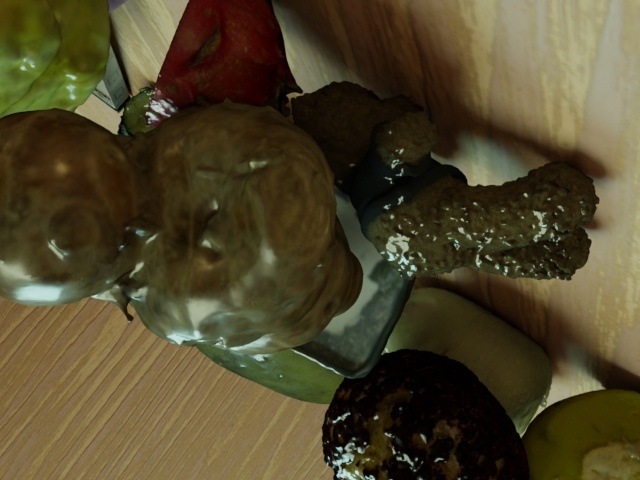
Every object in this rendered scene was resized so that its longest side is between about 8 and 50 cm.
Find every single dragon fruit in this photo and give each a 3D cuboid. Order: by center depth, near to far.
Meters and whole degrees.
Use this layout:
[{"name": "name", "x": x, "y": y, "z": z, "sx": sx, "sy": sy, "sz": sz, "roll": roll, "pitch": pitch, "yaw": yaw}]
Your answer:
[{"name": "dragon fruit", "x": -0.061, "y": -0.144, "z": 0.677, "sx": 0.111, "sy": 0.153, "sz": 0.153, "roll": 21, "pitch": 169, "yaw": -12}]

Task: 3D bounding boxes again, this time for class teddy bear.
[{"name": "teddy bear", "x": 0.084, "y": -0.035, "z": 0.666, "sx": 0.251, "sy": 0.129, "sz": 0.182, "roll": 31, "pitch": 162, "yaw": 17}]

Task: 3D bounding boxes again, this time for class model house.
[{"name": "model house", "x": 0.000, "y": 0.000, "z": 0.978, "sx": 0.271, "sy": 0.190, "sz": 0.301, "roll": 25, "pitch": -172, "yaw": 15}]

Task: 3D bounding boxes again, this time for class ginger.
[{"name": "ginger", "x": -0.078, "y": 0.001, "z": 0.667, "sx": 0.256, "sy": 0.176, "sz": 0.375, "roll": -3, "pitch": 167, "yaw": 21}]

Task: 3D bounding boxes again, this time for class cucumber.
[{"name": "cucumber", "x": -0.251, "y": -0.139, "z": 1.212, "sx": 0.072, "sy": 0.081, "sz": 0.303, "roll": 9, "pitch": 171, "yaw": -15}]

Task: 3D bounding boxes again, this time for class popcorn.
[{"name": "popcorn", "x": -0.370, "y": -0.184, "z": 0.811, "sx": 0.294, "sy": 0.292, "sz": 0.334, "roll": 13, "pitch": 150, "yaw": 11}]

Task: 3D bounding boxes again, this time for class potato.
[{"name": "potato", "x": -0.057, "y": 0.121, "z": 1.308, "sx": 0.270, "sy": 0.219, "sz": 0.359, "roll": 9, "pitch": 153, "yaw": 47}]

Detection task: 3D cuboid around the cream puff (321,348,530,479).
[{"name": "cream puff", "x": 0.103, "y": 0.236, "z": 0.928, "sx": 0.239, "sy": 0.165, "sz": 0.239, "roll": 40, "pitch": 144, "yaw": 36}]

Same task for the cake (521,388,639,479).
[{"name": "cake", "x": 0.347, "y": 0.268, "z": 0.939, "sx": 0.260, "sy": 0.179, "sz": 0.156, "roll": 36, "pitch": 165, "yaw": 10}]

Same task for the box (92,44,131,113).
[{"name": "box", "x": -0.307, "y": -0.239, "z": 1.067, "sx": 0.129, "sy": 0.033, "sz": 0.247, "roll": 37, "pitch": 170, "yaw": 1}]

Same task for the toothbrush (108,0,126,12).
[{"name": "toothbrush", "x": -0.199, "y": -0.244, "z": 0.859, "sx": 0.020, "sy": 0.025, "sz": 0.286, "roll": 41, "pitch": 165, "yaw": -25}]

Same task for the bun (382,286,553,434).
[{"name": "bun", "x": 0.169, "y": 0.168, "z": 1.089, "sx": 0.244, "sy": 0.153, "sz": 0.244, "roll": 34, "pitch": 170, "yaw": 7}]
